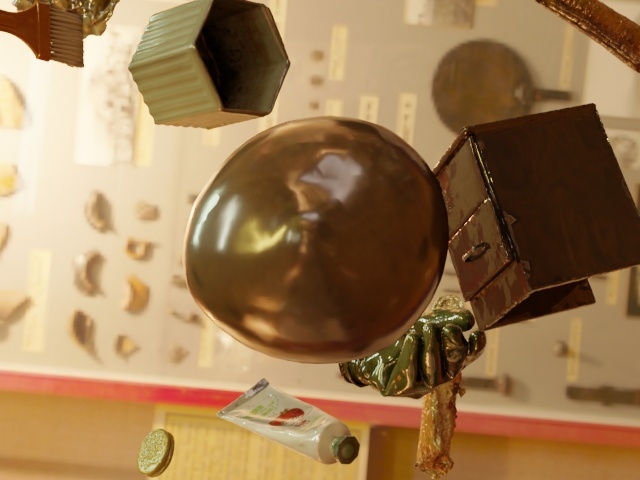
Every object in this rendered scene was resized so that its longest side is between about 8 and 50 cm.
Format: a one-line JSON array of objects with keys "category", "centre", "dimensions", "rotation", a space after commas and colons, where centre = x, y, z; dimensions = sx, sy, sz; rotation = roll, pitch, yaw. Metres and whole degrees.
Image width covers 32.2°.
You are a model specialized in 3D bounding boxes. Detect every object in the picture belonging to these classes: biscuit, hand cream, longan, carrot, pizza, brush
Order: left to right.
[{"category": "brush", "centre": [-0.458, -0.312, 1.552], "dimensions": [0.314, 0.017, 0.090], "rotation": [7, -106, -49]}, {"category": "biscuit", "centre": [-0.282, 0.364, 1.901], "dimensions": [0.084, 0.023, 0.084], "rotation": [-31, 42, 32]}, {"category": "hand cream", "centre": [-0.054, 0.333, 2.024], "dimensions": [0.336, 0.121, 0.076], "rotation": [15, 130, 51]}, {"category": "longan", "centre": [0.000, 0.000, 1.068], "dimensions": [0.258, 0.258, 0.257], "rotation": [-175, 90, -90]}, {"category": "pizza", "centre": [0.217, 0.273, 1.980], "dimensions": [0.182, 0.074, 0.365], "rotation": [-78, -9, -78]}, {"category": "carrot", "centre": [0.426, -0.376, 1.814], "dimensions": [0.066, 0.314, 0.066], "rotation": [-58, 4, 6]}]

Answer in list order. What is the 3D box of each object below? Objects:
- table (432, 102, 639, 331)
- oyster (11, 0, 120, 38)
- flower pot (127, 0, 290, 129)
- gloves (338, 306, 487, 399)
[{"category": "table", "centre": [0.237, -0.021, 1.253], "dimensions": [0.169, 0.173, 0.193], "rotation": [120, 136, -67]}, {"category": "oyster", "centre": [-0.489, -0.527, 2.041], "dimensions": [0.115, 0.238, 0.351], "rotation": [-14, -90, -76]}, {"category": "flower pot", "centre": [-0.199, -0.315, 1.994], "dimensions": [0.239, 0.190, 0.209], "rotation": [-1, -94, -49]}, {"category": "gloves", "centre": [0.127, 0.152, 1.482], "dimensions": [0.268, 0.107, 0.135], "rotation": [-25, 30, 57]}]
